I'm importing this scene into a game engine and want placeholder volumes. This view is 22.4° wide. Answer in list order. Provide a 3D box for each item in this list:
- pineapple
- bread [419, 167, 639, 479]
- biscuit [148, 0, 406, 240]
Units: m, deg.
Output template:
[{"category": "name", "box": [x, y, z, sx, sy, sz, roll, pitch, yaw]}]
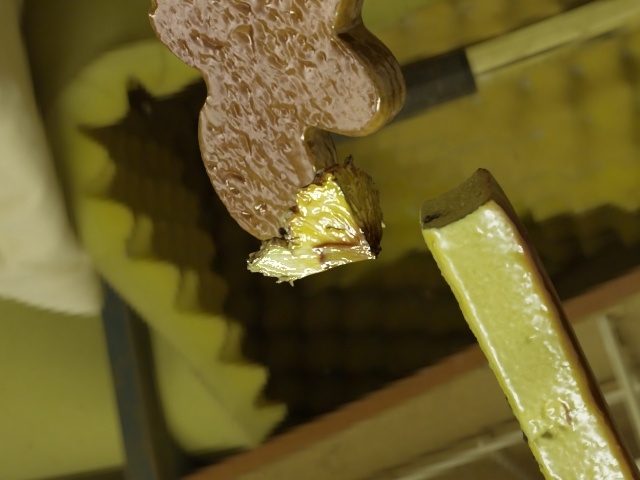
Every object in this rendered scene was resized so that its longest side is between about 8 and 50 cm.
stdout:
[{"category": "pineapple", "box": [0.000, 0.000, 1.182, 0.114, 0.077, 0.114, -34, 162, 13]}, {"category": "bread", "box": [0.186, 0.123, 1.314, 0.077, 0.361, 0.138, -26, -170, 5]}, {"category": "biscuit", "box": [-0.033, -0.194, 1.394, 0.064, 0.283, 0.432, -30, 133, -40]}]
